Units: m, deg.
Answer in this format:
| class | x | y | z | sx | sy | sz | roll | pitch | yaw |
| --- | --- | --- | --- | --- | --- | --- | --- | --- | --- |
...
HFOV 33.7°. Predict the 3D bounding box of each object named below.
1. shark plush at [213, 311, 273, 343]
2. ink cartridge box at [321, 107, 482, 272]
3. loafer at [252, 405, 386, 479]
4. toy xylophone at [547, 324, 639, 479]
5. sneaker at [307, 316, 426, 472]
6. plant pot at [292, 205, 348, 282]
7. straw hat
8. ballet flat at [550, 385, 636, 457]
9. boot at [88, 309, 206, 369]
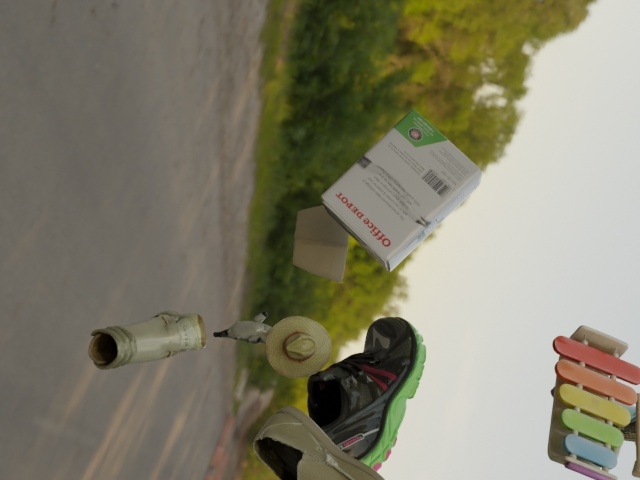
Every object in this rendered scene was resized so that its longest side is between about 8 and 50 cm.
| class | x | y | z | sx | sy | sz | roll | pitch | yaw |
| --- | --- | --- | --- | --- | --- | --- | --- | --- | --- |
| shark plush | -0.167 | 0.217 | 2.352 | 0.067 | 0.161 | 0.073 | 51 | 31 | -51 |
| ink cartridge box | 0.132 | -0.080 | 1.740 | 0.219 | 0.160 | 0.092 | -43 | 166 | -6 |
| loafer | 0.004 | 0.341 | 1.469 | 0.092 | 0.268 | 0.102 | -21 | 135 | -42 |
| toy xylophone | 0.551 | 0.332 | 2.072 | 0.081 | 0.236 | 0.323 | 126 | -24 | -54 |
| sneaker | 0.084 | 0.300 | 2.200 | 0.185 | 0.202 | 0.483 | -53 | -174 | 36 |
| plant pot | 0.000 | 0.000 | 1.926 | 0.109 | 0.096 | 0.109 | 97 | -1 | -51 |
| straw hat | -0.043 | 0.226 | 2.256 | 0.061 | 0.144 | 0.144 | 135 | -24 | -79 |
| ballet flat | 0.794 | 0.485 | 2.618 | 0.164 | 0.482 | 0.182 | -10 | 106 | -58 |
| boot | -0.299 | 0.163 | 1.708 | 0.213 | 0.165 | 0.077 | -12 | -92 | 57 |
